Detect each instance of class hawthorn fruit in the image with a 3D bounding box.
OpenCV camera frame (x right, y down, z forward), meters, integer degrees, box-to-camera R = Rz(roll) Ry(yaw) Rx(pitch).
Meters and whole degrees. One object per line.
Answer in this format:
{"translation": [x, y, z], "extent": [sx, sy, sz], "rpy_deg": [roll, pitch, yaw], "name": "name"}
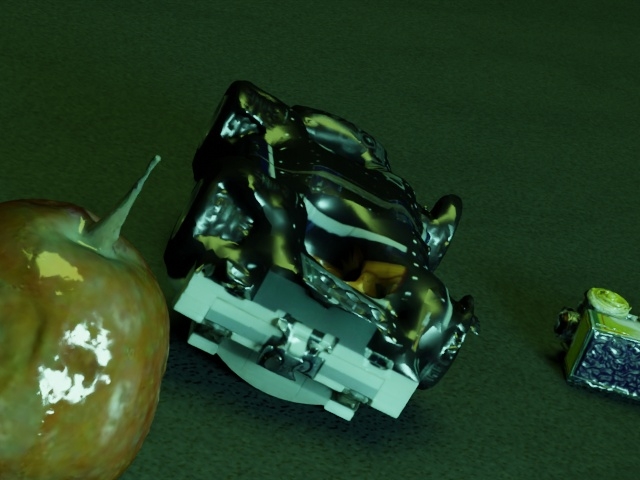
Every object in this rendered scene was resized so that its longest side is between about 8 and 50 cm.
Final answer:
{"translation": [-0.135, 0.042, 0.854], "extent": [0.149, 0.189, 0.149], "rpy_deg": [33, -6, 4], "name": "hawthorn fruit"}

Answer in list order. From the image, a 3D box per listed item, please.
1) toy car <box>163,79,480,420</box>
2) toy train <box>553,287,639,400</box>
{"translation": [-0.001, 0.001, 1.134], "extent": [0.193, 0.118, 0.301], "rpy_deg": [26, 20, -10], "name": "toy car"}
{"translation": [0.263, 0.092, 1.231], "extent": [0.202, 0.060, 0.081], "rpy_deg": [16, 28, -8], "name": "toy train"}
